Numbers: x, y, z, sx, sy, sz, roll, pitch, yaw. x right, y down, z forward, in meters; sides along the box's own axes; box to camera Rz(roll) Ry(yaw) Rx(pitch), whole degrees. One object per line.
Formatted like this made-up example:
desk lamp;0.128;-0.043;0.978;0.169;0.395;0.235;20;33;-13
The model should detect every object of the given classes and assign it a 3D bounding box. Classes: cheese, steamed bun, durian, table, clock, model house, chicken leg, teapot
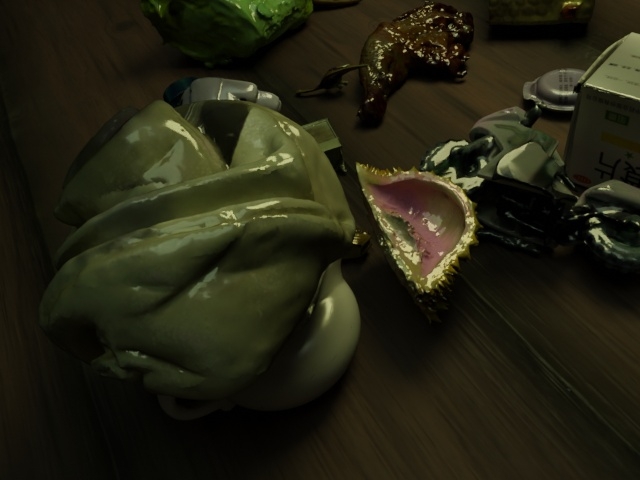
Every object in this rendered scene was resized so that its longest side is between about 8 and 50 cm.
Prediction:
cheese;0.431;-0.244;0.992;0.191;0.042;0.105;4;51;17
steamed bun;-0.156;-0.025;0.645;0.347;0.237;0.394;-30;25;1
durian;0.116;-0.003;0.767;0.132;0.165;0.182;-2;25;-42
table;-0.006;-0.145;1.000;0.079;0.062;0.083;-20;47;-4
clock;-0.148;-0.096;0.929;0.189;0.189;0.253;-4;63;11
model house;0.415;-0.498;1.149;0.196;0.160;0.254;4;51;17
chicken leg;0.167;-0.333;1.123;0.323;0.083;0.177;-29;61;-15
teapot;-0.062;0.109;0.734;0.204;0.139;0.298;28;60;30
durian;-0.177;-0.491;1.286;0.256;0.204;0.339;30;52;19

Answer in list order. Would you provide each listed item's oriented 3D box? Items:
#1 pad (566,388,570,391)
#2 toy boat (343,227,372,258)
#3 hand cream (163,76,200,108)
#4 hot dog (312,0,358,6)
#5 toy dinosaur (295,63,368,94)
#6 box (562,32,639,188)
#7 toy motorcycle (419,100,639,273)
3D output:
pad;0.345;0.271;0.536;0.323;0.055;0.250;27;58;12
toy boat;0.000;0.000;0.880;0.149;0.047;0.049;3;36;14
hand cream;-0.211;-0.204;1.122;0.120;0.061;0.270;-23;55;-13
hot dog;0.031;-0.550;1.381;0.133;0.041;0.056;-3;48;2
toy dinosaur;0.031;-0.302;1.130;0.180;0.037;0.058;-21;2;44
box;0.495;-0.124;0.776;0.333;0.173;0.145;30;59;34
toy motorcycle;0.304;-0.081;0.811;0.327;0.143;0.188;25;58;23
